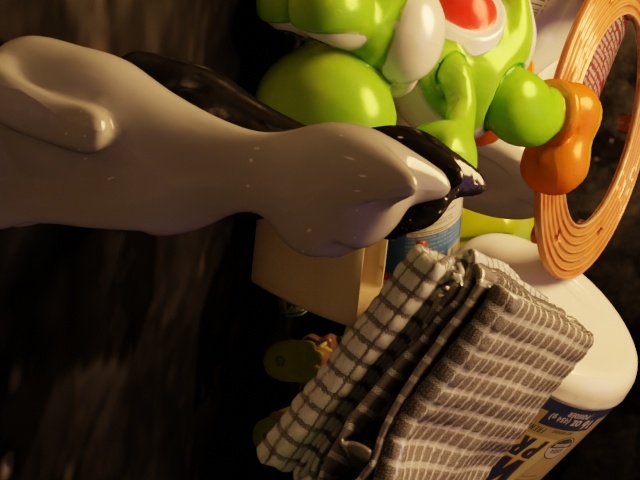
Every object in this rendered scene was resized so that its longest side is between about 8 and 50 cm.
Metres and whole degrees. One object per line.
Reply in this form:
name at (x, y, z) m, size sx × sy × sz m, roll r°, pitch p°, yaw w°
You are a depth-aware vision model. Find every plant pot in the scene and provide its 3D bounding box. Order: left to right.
plant pot at (0.000, 0.000, 1.076) m, size 0.109 × 0.096 × 0.109 m, roll -45°, pitch 142°, yaw -71°

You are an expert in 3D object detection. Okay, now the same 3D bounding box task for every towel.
towel at (0.108, 0.131, 1.103) m, size 0.235 × 0.121 × 0.283 m, roll -53°, pitch 155°, yaw 8°

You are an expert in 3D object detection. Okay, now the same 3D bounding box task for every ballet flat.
ballet flat at (-0.013, 0.038, 1.191) m, size 0.114 × 0.041 × 0.041 m, roll -41°, pitch 138°, yaw -73°

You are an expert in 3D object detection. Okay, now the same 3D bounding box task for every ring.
ring at (0.282, -0.124, 1.334) m, size 0.336 × 0.032 × 0.337 m, roll -35°, pitch 132°, yaw -50°

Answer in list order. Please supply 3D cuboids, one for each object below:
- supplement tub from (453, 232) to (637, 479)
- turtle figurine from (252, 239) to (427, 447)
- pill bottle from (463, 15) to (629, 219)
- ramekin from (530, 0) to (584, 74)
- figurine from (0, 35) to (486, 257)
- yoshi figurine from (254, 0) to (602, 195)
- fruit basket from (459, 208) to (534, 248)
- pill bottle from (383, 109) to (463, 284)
supplement tub at (0.160, 0.172, 1.400) m, size 0.316 × 0.228 × 0.228 m, roll -53°, pitch -177°, yaw 30°
turtle figurine at (0.012, 0.119, 1.234) m, size 0.217 × 0.087 × 0.269 m, roll -7°, pitch 122°, yaw -67°
pill bottle at (0.257, -0.245, 1.638) m, size 0.224 × 0.224 × 0.392 m, roll 72°, pitch 40°, yaw -65°
ramekin at (0.180, -0.281, 1.284) m, size 0.277 × 0.135 × 0.277 m, roll -31°, pitch 147°, yaw -23°
figurine at (-0.033, -0.039, 0.628) m, size 0.215 × 0.209 × 0.092 m, roll -19°, pitch 117°, yaw -76°
yoshi figurine at (0.068, -0.110, 1.058) m, size 0.362 × 0.203 × 0.203 m, roll 14°, pitch 60°, yaw -49°
fruit basket at (0.265, 0.041, 2.125) m, size 0.392 × 0.283 × 0.392 m, roll 51°, pitch 13°, yaw -17°
pill bottle at (0.092, -0.070, 1.384) m, size 0.124 × 0.124 × 0.221 m, roll -66°, pitch 160°, yaw -51°
